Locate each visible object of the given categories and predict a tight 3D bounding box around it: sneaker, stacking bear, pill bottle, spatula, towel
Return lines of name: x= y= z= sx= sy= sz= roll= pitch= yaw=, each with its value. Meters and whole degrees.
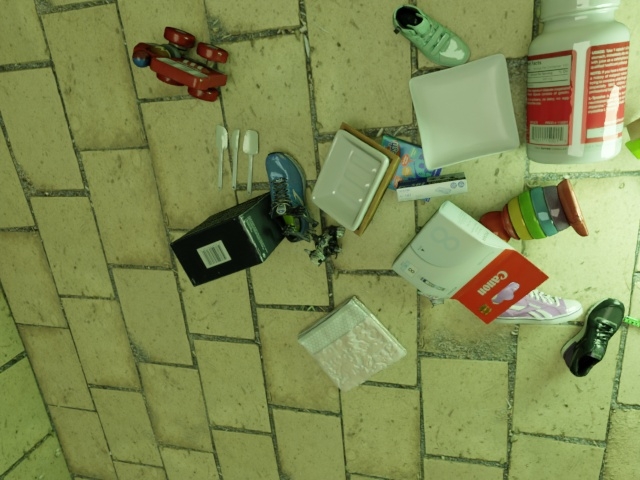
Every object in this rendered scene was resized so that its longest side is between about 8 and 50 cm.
sneaker: x=0.395 y=0.210 z=1.581 sx=0.098 sy=0.038 sz=0.069 roll=6 pitch=111 yaw=14
sneaker: x=0.902 y=0.325 z=1.432 sx=0.107 sy=0.124 sz=0.283 roll=22 pitch=115 yaw=7
sneaker: x=-0.113 y=-0.145 z=1.529 sx=0.129 sy=0.147 sz=0.330 roll=-14 pitch=106 yaw=20
sneaker: x=0.307 y=-0.569 z=1.243 sx=0.255 sy=0.151 sz=0.094 roll=32 pitch=114 yaw=1
stacking bear: x=0.625 y=-0.064 z=1.348 sx=0.289 sy=0.175 sz=0.164 roll=-20 pitch=60 yaw=32
pill bottle: x=0.665 y=-0.420 z=1.156 sx=0.228 sy=0.229 sz=0.408 roll=-2 pitch=110 yaw=17
spatula: x=-0.306 y=-0.286 z=1.601 sx=0.168 sy=0.019 sz=0.242 roll=12 pitch=113 yaw=11
towel: x=0.114 y=0.414 z=1.733 sx=0.332 sy=0.053 sz=0.317 roll=-40 pitch=96 yaw=26
sneaker: x=0.700 y=0.187 z=1.453 sx=0.282 sy=0.102 sz=0.161 roll=-6 pitch=105 yaw=18

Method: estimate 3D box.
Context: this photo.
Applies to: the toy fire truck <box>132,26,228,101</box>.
toy fire truck: x=-0.454 y=-0.561 z=1.406 sx=0.302 sy=0.254 sz=0.169 roll=26 pitch=115 yaw=5

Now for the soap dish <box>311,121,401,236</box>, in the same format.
soap dish: x=0.113 y=-0.196 z=1.422 sx=0.229 sy=0.118 sz=0.291 roll=38 pitch=121 yaw=25

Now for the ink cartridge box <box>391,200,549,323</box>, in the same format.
ink cartridge box: x=0.460 y=0.100 z=1.416 sx=0.385 sy=0.091 sz=0.308 roll=39 pitch=136 yaw=8

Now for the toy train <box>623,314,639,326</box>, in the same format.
toy train: x=1.026 y=0.266 z=1.434 sx=0.083 sy=0.017 sz=0.024 roll=21 pitch=105 yaw=7

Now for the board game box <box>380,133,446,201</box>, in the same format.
board game box: x=0.281 y=-0.235 z=1.436 sx=0.210 sy=0.047 sz=0.160 roll=20 pitch=115 yaw=9

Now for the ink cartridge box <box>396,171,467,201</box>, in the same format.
ink cartridge box: x=0.342 y=-0.165 z=1.365 sx=0.207 sy=0.097 sz=0.046 roll=-7 pitch=109 yaw=16

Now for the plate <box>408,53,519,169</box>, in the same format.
plate: x=0.426 y=-0.377 z=1.319 sx=0.277 sy=0.045 sz=0.278 roll=-13 pitch=100 yaw=12

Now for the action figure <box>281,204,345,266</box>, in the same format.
action figure: x=0.000 y=0.000 z=1.496 sx=0.275 sy=0.141 sz=0.164 roll=32 pitch=88 yaw=-37

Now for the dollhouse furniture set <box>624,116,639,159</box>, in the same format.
dollhouse furniture set: x=1.015 y=-0.248 z=1.214 sx=0.301 sy=0.151 sz=0.197 roll=33 pitch=138 yaw=-17

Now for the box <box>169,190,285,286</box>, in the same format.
box: x=-0.301 y=-0.011 z=1.553 sx=0.296 sy=0.294 sz=0.183 roll=-19 pitch=107 yaw=22
